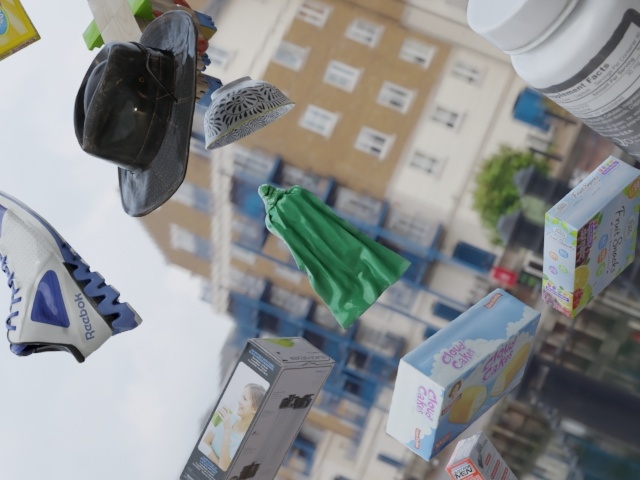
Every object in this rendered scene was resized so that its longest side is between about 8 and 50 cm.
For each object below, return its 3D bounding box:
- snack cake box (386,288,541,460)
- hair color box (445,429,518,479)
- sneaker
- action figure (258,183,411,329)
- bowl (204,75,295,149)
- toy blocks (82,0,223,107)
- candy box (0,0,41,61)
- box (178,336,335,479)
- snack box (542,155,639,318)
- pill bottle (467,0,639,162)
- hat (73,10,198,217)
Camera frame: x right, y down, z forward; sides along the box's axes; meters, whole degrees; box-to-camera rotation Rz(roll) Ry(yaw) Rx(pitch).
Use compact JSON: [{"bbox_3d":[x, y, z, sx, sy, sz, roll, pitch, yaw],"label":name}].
[{"bbox_3d":[0.222,0.202,1.926,0.264,0.089,0.152,-31,-37,-41],"label":"snack cake box"},{"bbox_3d":[0.278,0.402,2.009,0.053,0.167,0.093,-32,6,28],"label":"hair color box"},{"bbox_3d":[-0.454,0.080,1.966,0.182,0.315,0.127,-47,-2,-15],"label":"sneaker"},{"bbox_3d":[0.000,0.000,1.780,0.137,0.232,0.063,-46,8,4],"label":"action figure"},{"bbox_3d":[-0.134,-0.225,2.095,0.170,0.080,0.170,-28,-1,-1],"label":"bowl"},{"bbox_3d":[-0.322,-0.425,2.564,0.261,0.381,0.191,12,-49,-45],"label":"toy blocks"},{"bbox_3d":[-0.459,-0.327,1.630,0.105,0.206,0.027,-30,-9,-5],"label":"candy box"},{"bbox_3d":[-0.109,0.310,2.156,0.169,0.087,0.290,3,-62,-56],"label":"box"},{"bbox_3d":[0.436,-0.005,2.002,0.174,0.070,0.207,-38,-37,-27],"label":"snack box"},{"bbox_3d":[0.384,-0.256,1.648,0.204,0.361,0.204,-45,27,30],"label":"pill bottle"},{"bbox_3d":[-0.303,-0.205,1.916,0.331,0.134,0.331,-22,63,53],"label":"hat"}]
